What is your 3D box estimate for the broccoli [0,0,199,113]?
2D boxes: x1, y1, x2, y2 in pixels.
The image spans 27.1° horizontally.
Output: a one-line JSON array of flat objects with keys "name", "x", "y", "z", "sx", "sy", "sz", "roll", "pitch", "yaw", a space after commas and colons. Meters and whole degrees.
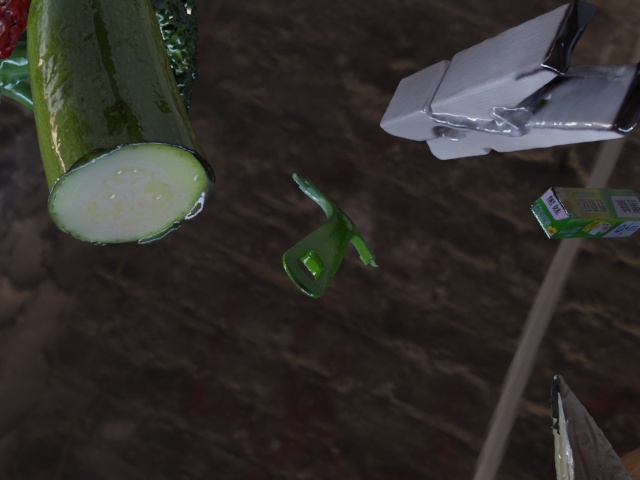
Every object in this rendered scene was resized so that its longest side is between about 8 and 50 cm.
[{"name": "broccoli", "x": -0.235, "y": -0.201, "z": 1.300, "sx": 0.241, "sy": 0.269, "sz": 0.261, "roll": -16, "pitch": -139, "yaw": -43}]

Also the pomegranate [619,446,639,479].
[{"name": "pomegranate", "x": 0.354, "y": 0.345, "z": 1.194, "sx": 0.338, "sy": 0.338, "sz": 0.338, "roll": 25, "pitch": 175, "yaw": 2}]

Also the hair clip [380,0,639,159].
[{"name": "hair clip", "x": 0.168, "y": -0.133, "z": 1.204, "sx": 0.101, "sy": 0.085, "sz": 0.331, "roll": 25, "pitch": 170, "yaw": -19}]

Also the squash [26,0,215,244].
[{"name": "squash", "x": -0.132, "y": -0.095, "z": 0.795, "sx": 0.095, "sy": 0.095, "sz": 0.188, "roll": 31, "pitch": -148, "yaw": -50}]

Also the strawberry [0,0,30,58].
[{"name": "strawberry", "x": -0.276, "y": -0.211, "z": 1.086, "sx": 0.111, "sy": 0.190, "sz": 0.236, "roll": 19, "pitch": 148, "yaw": -39}]

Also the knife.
[{"name": "knife", "x": 0.002, "y": -0.002, "z": 0.773, "sx": 0.078, "sy": 0.022, "sz": 0.166, "roll": 44, "pitch": -167, "yaw": -2}]

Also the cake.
[{"name": "cake", "x": 0.141, "y": 0.126, "z": 0.654, "sx": 0.065, "sy": 0.121, "sz": 0.052, "roll": -7, "pitch": 148, "yaw": 2}]

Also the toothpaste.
[{"name": "toothpaste", "x": 0.291, "y": -0.030, "z": 1.427, "sx": 0.178, "sy": 0.037, "sz": 0.043, "roll": -1, "pitch": -126, "yaw": -49}]
